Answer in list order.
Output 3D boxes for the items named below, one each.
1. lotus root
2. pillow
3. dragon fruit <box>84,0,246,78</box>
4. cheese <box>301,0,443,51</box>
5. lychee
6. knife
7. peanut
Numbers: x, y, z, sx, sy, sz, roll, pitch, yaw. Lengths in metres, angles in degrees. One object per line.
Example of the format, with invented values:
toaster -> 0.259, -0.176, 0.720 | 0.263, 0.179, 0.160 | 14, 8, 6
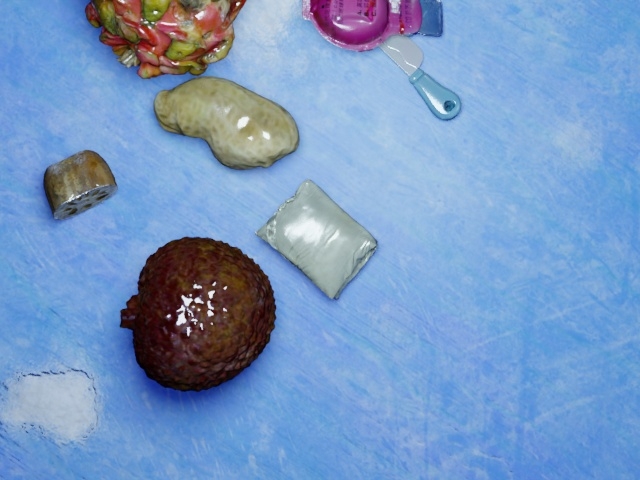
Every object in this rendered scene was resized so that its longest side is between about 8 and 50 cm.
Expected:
lotus root -> -0.412, -0.092, 1.747 | 0.122, 0.112, 0.081 | -27, 76, -8
pillow -> 0.000, 0.000, 1.744 | 0.181, 0.078, 0.134 | 43, 92, 0
dragon fruit -> -0.236, -0.396, 1.671 | 0.296, 0.314, 0.262 | -12, 108, -20
cheese -> 0.088, -0.388, 1.735 | 0.244, 0.062, 0.155 | 3, 75, -10
lychee -> -0.196, 0.122, 1.673 | 0.261, 0.260, 0.260 | 0, 91, 3
knife -> 0.154, -0.306, 1.759 | 0.058, 0.032, 0.244 | -40, 85, 1
peanut -> -0.158, -0.199, 1.726 | 0.253, 0.122, 0.137 | 29, 102, 4
